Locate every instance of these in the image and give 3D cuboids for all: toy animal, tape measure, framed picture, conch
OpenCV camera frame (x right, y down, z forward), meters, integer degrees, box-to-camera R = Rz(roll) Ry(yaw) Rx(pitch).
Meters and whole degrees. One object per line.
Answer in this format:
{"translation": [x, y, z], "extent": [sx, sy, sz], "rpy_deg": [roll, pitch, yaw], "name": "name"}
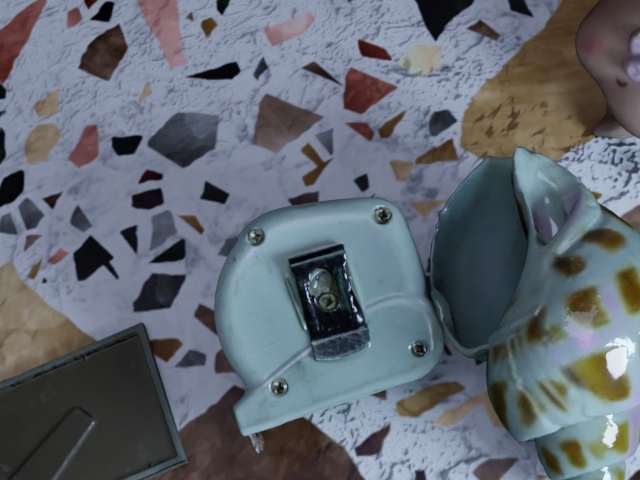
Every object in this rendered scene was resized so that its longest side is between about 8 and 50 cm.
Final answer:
{"translation": [0.408, -0.244, 1.505], "extent": [0.237, 0.269, 0.326], "rpy_deg": [3, 23, 34], "name": "toy animal"}
{"translation": [0.000, 0.079, 1.487], "extent": [0.243, 0.125, 0.246], "rpy_deg": [-19, 90, 2], "name": "tape measure"}
{"translation": [-0.292, 0.220, 1.583], "extent": [0.250, 0.016, 0.184], "rpy_deg": [-24, 64, 2], "name": "framed picture"}
{"translation": [0.244, 0.094, 1.416], "extent": [0.249, 0.197, 0.368], "rpy_deg": [-8, 59, 26], "name": "conch"}

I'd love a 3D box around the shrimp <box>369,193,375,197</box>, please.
{"translation": [0.000, 0.000, 1.581], "extent": [0.165, 0.065, 0.056], "rpy_deg": [-50, 28, 2], "name": "shrimp"}
